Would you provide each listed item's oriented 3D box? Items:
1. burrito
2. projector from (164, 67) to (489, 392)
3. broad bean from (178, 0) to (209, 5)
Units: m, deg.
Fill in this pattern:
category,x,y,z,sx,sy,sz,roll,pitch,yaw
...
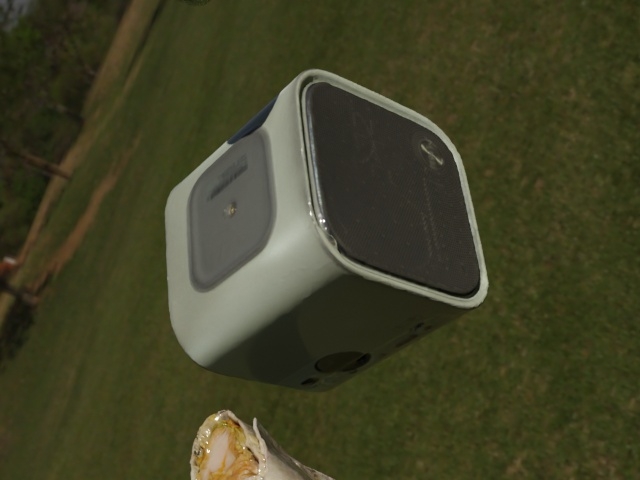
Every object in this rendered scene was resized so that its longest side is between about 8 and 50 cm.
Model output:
category,x,y,z,sx,sy,sz,roll,pitch,yaw
burrito,0.017,0.185,0.632,0.060,0.226,0.087,-52,3,6
projector,0.000,0.000,1.152,0.249,0.249,0.248,-36,48,39
broad bean,-0.136,-0.310,1.019,0.228,0.100,0.169,-81,-22,-78
